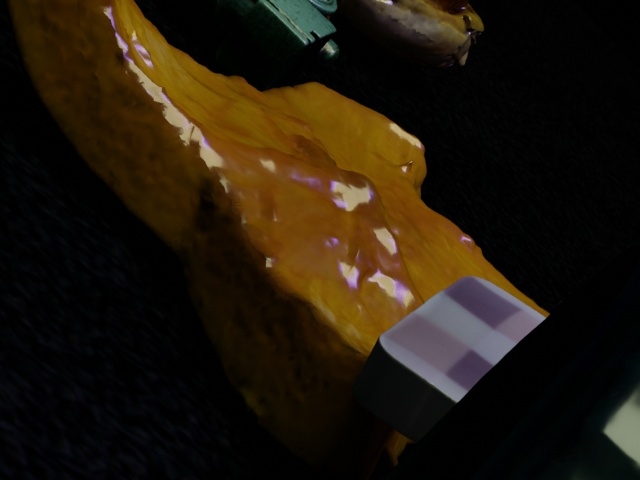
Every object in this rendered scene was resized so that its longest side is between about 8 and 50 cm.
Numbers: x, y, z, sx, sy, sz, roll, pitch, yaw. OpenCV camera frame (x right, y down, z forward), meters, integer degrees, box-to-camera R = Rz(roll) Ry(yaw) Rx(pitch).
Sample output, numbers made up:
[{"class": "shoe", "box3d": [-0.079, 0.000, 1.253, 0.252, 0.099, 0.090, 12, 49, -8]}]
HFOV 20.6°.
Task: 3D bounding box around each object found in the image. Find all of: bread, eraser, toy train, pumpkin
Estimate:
[{"class": "bread", "box3d": [0.039, -0.246, 1.420, 0.198, 0.120, 0.236, 19, 30, -52]}, {"class": "eraser", "box3d": [0.059, 0.050, 0.655, 0.065, 0.026, 0.105, 32, 25, 14]}, {"class": "toy train", "box3d": [-0.061, -0.164, 1.083, 0.170, 0.071, 0.111, 45, 24, 4]}, {"class": "pumpkin", "box3d": [0.001, -0.012, 0.802, 0.258, 0.095, 0.290, 2, 47, -57]}]

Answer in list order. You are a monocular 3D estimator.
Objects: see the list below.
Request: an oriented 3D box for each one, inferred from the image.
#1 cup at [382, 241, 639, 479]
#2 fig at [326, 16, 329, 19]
[{"class": "cup", "box3d": [0.138, 0.145, 0.415, 0.292, 0.308, 0.242, 42, -9, 3]}, {"class": "fig", "box3d": [-0.012, -0.159, 1.237, 0.083, 0.050, 0.050, 57, 7, -33]}]
